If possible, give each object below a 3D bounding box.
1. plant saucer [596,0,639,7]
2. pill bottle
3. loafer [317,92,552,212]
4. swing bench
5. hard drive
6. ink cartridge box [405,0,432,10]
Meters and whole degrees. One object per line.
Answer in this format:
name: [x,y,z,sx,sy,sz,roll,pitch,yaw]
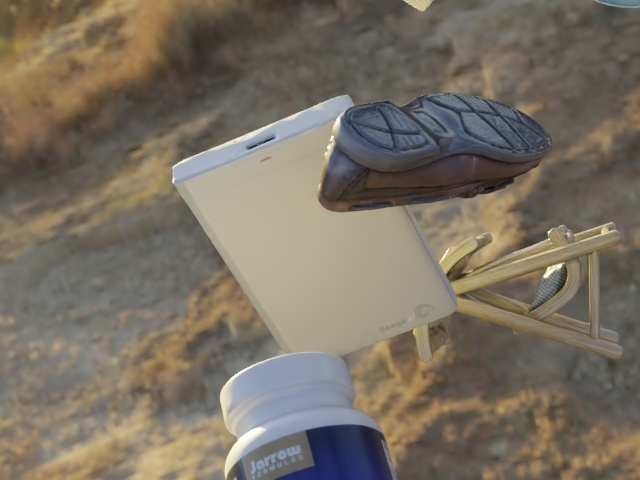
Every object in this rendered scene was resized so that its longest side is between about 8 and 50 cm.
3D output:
plant saucer: [0.389,-0.373,2.142,0.195,0.037,0.195,2,59,-4]
pill bottle: [-0.001,0.243,1.463,0.153,0.153,0.264,-17,61,0]
loafer: [0.110,-0.084,1.626,0.303,0.095,0.109,-6,45,-46]
swing bench: [0.255,0.064,2.072,0.255,0.165,0.253,-1,2,9]
hard drive: [0.000,0.000,1.757,0.203,0.307,0.040,-22,38,11]
ink cartridge box: [0.080,-0.383,1.791,0.171,0.168,0.233,-49,-14,10]
